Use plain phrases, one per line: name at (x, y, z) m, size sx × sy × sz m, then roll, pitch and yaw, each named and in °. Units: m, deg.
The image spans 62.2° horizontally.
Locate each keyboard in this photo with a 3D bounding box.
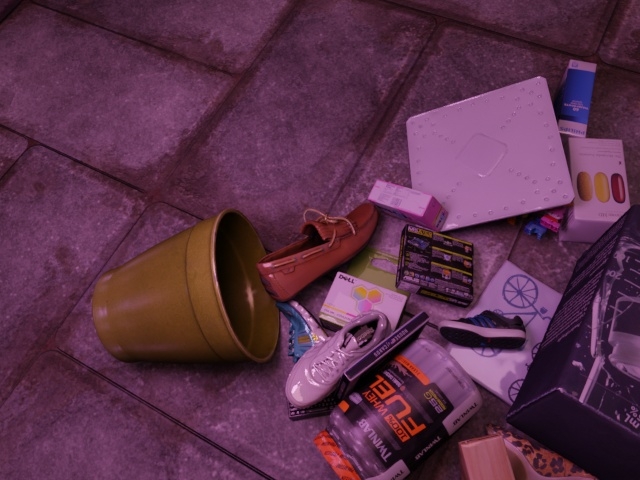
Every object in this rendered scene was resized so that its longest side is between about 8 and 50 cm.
keyboard at (0.006, 0.367, 1.285) m, size 0.180 × 0.023 × 0.108 m, roll -9°, pitch 64°, yaw 1°

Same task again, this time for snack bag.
snack bag at (0.516, 0.253, 1.277) m, size 0.343 × 0.037 × 0.323 m, roll 33°, pitch 73°, yaw 20°

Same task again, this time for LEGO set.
LEGO set at (0.546, -0.086, 1.405) m, size 0.093 × 0.087 × 0.227 m, roll -40°, pitch 52°, yaw -19°

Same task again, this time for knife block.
knife block at (0.358, 0.557, 1.042) m, size 0.088 × 0.275 × 0.242 m, roll -14°, pitch 34°, yaw -1°

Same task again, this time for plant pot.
plant pot at (-0.329, 0.142, 1.275) m, size 0.353 × 0.366 × 0.366 m, roll -14°, pitch 63°, yaw 12°

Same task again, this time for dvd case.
dvd case at (0.137, 0.268, 1.204) m, size 0.239 × 0.179 × 0.029 m, roll -32°, pitch 66°, yaw -23°

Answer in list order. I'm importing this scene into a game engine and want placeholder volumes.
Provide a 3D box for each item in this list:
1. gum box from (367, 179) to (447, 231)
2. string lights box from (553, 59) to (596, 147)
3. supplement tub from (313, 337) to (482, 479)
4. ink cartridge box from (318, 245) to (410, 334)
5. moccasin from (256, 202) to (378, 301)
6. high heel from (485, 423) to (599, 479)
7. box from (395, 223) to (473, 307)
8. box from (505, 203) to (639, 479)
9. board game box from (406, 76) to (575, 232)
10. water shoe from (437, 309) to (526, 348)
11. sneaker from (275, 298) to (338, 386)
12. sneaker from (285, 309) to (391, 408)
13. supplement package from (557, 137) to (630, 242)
gum box at (0.224, -0.094, 1.396) m, size 0.188 × 0.107 × 0.062 m, roll 23°, pitch 83°, yaw 40°
string lights box at (0.702, -0.362, 1.495) m, size 0.077 × 0.133 × 0.259 m, roll 14°, pitch 67°, yaw 12°
supplement tub at (0.164, 0.388, 1.155) m, size 0.338 × 0.207 × 0.207 m, roll -38°, pitch 66°, yaw -12°
ink cartridge box at (0.130, 0.126, 1.346) m, size 0.189 × 0.097 × 0.255 m, roll 19°, pitch 69°, yaw 15°
moccasin at (-0.002, 0.000, 1.362) m, size 0.380 × 0.147 × 0.139 m, roll -32°, pitch 21°, yaw -22°
high heel at (0.509, 0.470, 1.167) m, size 0.186 × 0.093 × 0.261 m, roll -25°, pitch 49°, yaw -30°
box at (0.291, 0.062, 1.340) m, size 0.191 × 0.045 × 0.184 m, roll 16°, pitch 50°, yaw -5°
box at (0.716, 0.266, 1.056) m, size 0.480 × 0.297 × 0.471 m, roll 30°, pitch 65°, yaw 15°
board game box at (0.437, -0.219, 1.429) m, size 0.390 × 0.050 × 0.390 m, roll -13°, pitch 61°, yaw 25°
water shoe at (0.382, 0.208, 1.267) m, size 0.203 × 0.073 × 0.080 m, roll 8°, pitch 45°, yaw 7°
sneaker at (-0.039, 0.245, 1.300) m, size 0.110 × 0.107 × 0.275 m, roll -36°, pitch 61°, yaw -4°
sneaker at (0.037, 0.255, 1.177) m, size 0.292 × 0.118 × 0.110 m, roll -42°, pitch 80°, yaw -8°
supplement package at (0.704, -0.128, 1.383) m, size 0.139 × 0.134 × 0.244 m, roll 4°, pitch 65°, yaw 8°
